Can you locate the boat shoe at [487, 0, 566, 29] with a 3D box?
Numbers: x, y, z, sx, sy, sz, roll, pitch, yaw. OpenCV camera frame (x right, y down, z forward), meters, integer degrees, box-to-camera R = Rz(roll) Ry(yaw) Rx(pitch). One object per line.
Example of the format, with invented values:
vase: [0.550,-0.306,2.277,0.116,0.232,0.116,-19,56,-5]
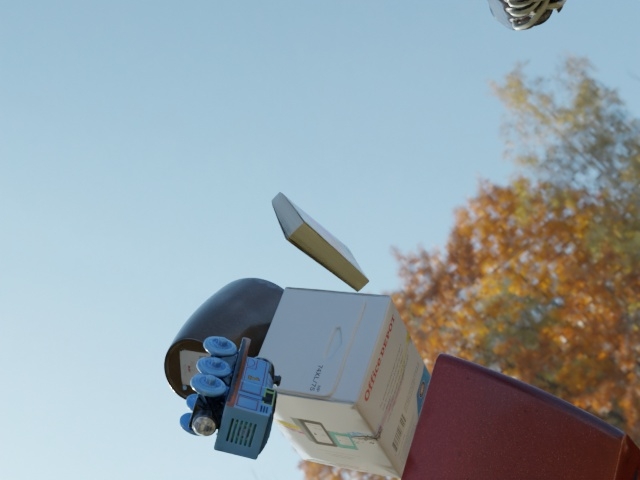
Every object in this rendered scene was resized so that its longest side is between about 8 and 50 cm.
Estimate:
boat shoe: [0.224,-0.287,1.031,0.127,0.341,0.158,-25,-63,13]

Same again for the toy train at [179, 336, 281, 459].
toy train: [-0.103,0.181,1.170,0.105,0.184,0.080,17,-70,-4]

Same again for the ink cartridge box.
ink cartridge box: [0.040,0.235,1.631,0.270,0.197,0.198,62,-139,-47]

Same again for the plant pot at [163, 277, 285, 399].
plant pot: [-0.160,0.189,1.670,0.215,0.215,0.230,-50,-11,21]

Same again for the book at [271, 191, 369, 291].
book: [0.000,0.000,1.328,0.035,0.096,0.144,-44,-56,10]

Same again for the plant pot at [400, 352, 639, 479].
plant pot: [0.262,0.320,1.211,0.267,0.235,0.267,42,-119,-50]
